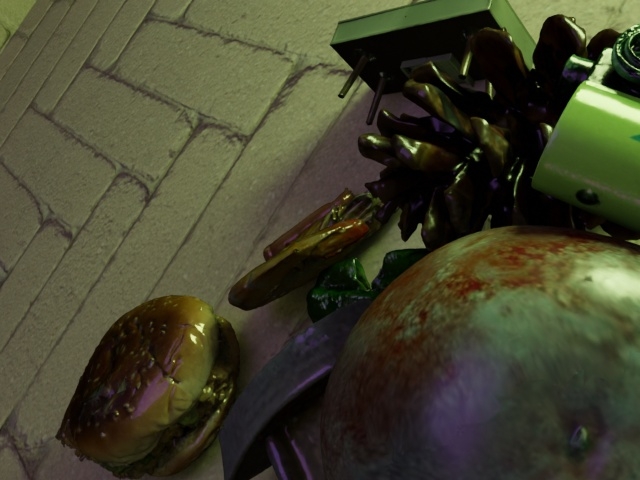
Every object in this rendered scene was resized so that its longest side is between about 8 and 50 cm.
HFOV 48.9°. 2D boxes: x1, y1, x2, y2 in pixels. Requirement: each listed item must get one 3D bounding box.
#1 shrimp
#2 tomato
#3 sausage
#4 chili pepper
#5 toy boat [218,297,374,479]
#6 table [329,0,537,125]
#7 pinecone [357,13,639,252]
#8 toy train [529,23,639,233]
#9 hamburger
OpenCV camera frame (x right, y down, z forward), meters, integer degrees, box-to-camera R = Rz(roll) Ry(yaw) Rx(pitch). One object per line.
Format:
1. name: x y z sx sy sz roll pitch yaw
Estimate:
1. shrimp: 0.000 0.000 0.877 0.287 0.152 0.063 -37 80 12
2. tomato: 0.156 0.144 0.498 0.316 0.282 0.317 -3 74 12
3. sausage: -0.015 -0.016 0.965 0.158 0.036 0.042 -38 56 17
4. chili pepper: 0.085 0.063 0.797 0.253 0.083 0.099 -13 56 42
5. toy boat: 0.036 0.203 0.706 0.293 0.111 0.276 36 92 40
6. table: 0.131 -0.222 0.901 0.240 0.121 0.111 1 66 43
7. pinecone: 0.184 -0.092 0.668 0.244 0.309 0.244 169 90 -71
8. toy train: 0.266 -0.044 0.469 0.253 0.105 0.157 26 63 18
9. hamburger: -0.232 0.194 0.958 0.286 0.146 0.243 -42 37 16
